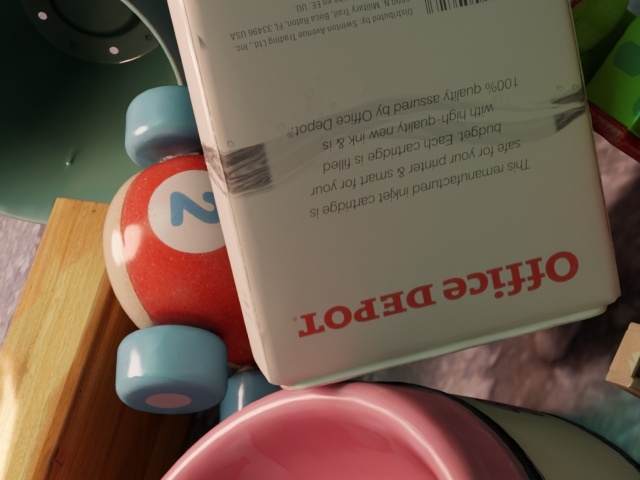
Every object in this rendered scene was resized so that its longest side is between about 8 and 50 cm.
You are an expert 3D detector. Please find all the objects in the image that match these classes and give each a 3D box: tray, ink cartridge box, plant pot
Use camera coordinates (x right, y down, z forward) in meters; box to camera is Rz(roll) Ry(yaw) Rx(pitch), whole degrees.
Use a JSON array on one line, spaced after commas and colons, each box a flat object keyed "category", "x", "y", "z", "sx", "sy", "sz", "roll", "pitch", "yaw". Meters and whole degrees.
[{"category": "tray", "x": -0.183, "y": 0.199, "z": 0.899, "sx": 0.076, "sy": 0.203, "sz": 0.410, "roll": 7, "pitch": 67, "yaw": 19}, {"category": "ink cartridge box", "x": 0.032, "y": -0.082, "z": 0.703, "sx": 0.117, "sy": 0.207, "sz": 0.283, "roll": -141, "pitch": 38, "yaw": -78}, {"category": "plant pot", "x": -0.251, "y": -0.199, "z": 1.238, "sx": 0.293, "sy": 0.293, "sz": 0.235, "roll": -36, "pitch": 24, "yaw": 30}]

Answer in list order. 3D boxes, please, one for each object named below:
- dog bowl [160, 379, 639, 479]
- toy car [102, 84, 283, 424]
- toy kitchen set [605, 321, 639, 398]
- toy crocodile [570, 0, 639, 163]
[{"category": "dog bowl", "x": 0.010, "y": 0.256, "z": 0.659, "sx": 0.408, "sy": 0.150, "sz": 0.408, "roll": -31, "pitch": 42, "yaw": 34}, {"category": "toy car", "x": 0.000, "y": 0.000, "z": 0.841, "sx": 0.238, "sy": 0.210, "sz": 0.219, "roll": -17, "pitch": 61, "yaw": 29}, {"category": "toy kitchen set", "x": 0.192, "y": 0.093, "z": 0.614, "sx": 0.083, "sy": 0.075, "sz": 0.068, "roll": 15, "pitch": 78, "yaw": 59}, {"category": "toy crocodile", "x": 0.200, "y": -0.080, "z": 0.707, "sx": 0.105, "sy": 0.115, "sz": 0.340, "roll": -57, "pitch": 32, "yaw": 12}]
